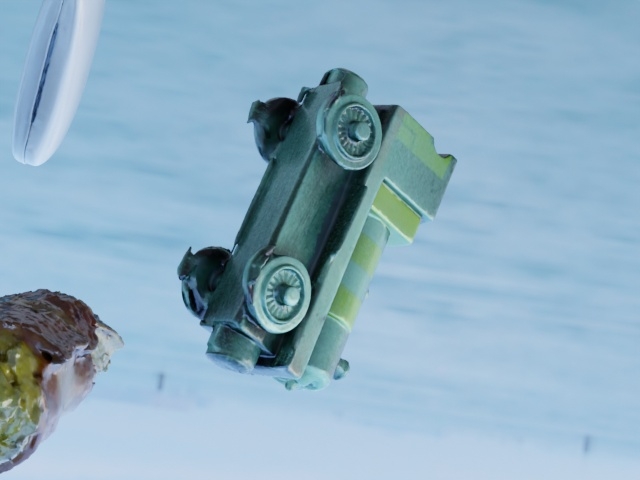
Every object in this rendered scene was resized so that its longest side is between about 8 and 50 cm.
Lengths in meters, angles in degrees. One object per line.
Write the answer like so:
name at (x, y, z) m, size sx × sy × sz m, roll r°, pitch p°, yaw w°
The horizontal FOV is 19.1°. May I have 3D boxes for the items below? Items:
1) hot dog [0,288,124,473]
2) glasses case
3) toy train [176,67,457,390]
hot dog at (-0.207, 0.080, 1.184) m, size 0.146 × 0.103 × 0.213 m, roll -25°, pitch -169°, yaw 16°
glasses case at (-0.220, -0.153, 1.608) m, size 0.049 × 0.197 × 0.076 m, roll 21°, pitch -152°, yaw 3°
toy train at (-0.001, 0.000, 1.147) m, size 0.083 × 0.200 × 0.132 m, roll 6°, pitch 155°, yaw 46°
